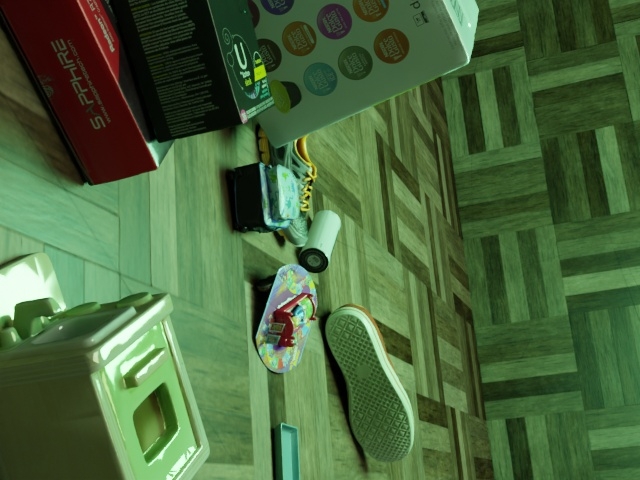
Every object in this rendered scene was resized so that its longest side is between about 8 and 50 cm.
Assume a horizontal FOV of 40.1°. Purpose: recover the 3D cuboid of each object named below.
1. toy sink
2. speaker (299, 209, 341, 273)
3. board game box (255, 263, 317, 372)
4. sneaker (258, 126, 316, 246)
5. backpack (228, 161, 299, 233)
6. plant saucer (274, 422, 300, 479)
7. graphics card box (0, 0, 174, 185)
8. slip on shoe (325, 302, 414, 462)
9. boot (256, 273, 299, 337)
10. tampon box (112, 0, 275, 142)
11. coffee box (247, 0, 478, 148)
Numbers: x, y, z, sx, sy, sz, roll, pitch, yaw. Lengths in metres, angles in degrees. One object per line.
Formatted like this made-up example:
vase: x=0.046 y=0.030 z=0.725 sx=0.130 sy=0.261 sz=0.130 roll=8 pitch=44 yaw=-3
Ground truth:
toy sink: x=-0.203 y=0.127 z=0.773 sx=0.153 sy=0.131 sz=0.234 roll=-45 pitch=123 yaw=-69
speaker: x=0.000 y=0.000 z=1.585 sx=0.136 sy=0.055 sz=0.055 roll=-71 pitch=146 yaw=-57
board game box: x=-0.037 y=0.123 z=1.349 sx=0.133 sy=0.033 sz=0.168 roll=44 pitch=58 yaw=-51
sneaker: x=-0.045 y=-0.096 z=1.458 sx=0.084 sy=0.083 sz=0.214 roll=-24 pitch=104 yaw=-73
backpack: x=-0.078 y=-0.063 z=1.336 sx=0.114 sy=0.084 sz=0.105 roll=10 pitch=73 yaw=-74
plant saucer: x=-0.048 y=0.369 z=1.293 sx=0.067 sy=0.018 sz=0.192 roll=41 pitch=41 yaw=-62
graphics card box: x=-0.215 y=-0.259 z=1.020 sx=0.371 sy=0.094 sz=0.232 roll=-75 pitch=149 yaw=-54
slip on shoe: x=0.098 y=0.265 z=1.645 sx=0.101 sy=0.123 sz=0.331 roll=-60 pitch=132 yaw=-69
boot: x=-0.064 y=0.113 z=1.365 sx=0.106 sy=0.037 sz=0.114 roll=-18 pitch=102 yaw=-70
tampon box: x=-0.130 y=-0.200 z=0.929 sx=0.120 sy=0.102 sz=0.161 roll=-54 pitch=131 yaw=-66
coffee box: x=0.024 y=-0.399 z=1.367 sx=0.337 sy=0.334 sz=0.338 roll=61 pitch=23 yaw=-19
